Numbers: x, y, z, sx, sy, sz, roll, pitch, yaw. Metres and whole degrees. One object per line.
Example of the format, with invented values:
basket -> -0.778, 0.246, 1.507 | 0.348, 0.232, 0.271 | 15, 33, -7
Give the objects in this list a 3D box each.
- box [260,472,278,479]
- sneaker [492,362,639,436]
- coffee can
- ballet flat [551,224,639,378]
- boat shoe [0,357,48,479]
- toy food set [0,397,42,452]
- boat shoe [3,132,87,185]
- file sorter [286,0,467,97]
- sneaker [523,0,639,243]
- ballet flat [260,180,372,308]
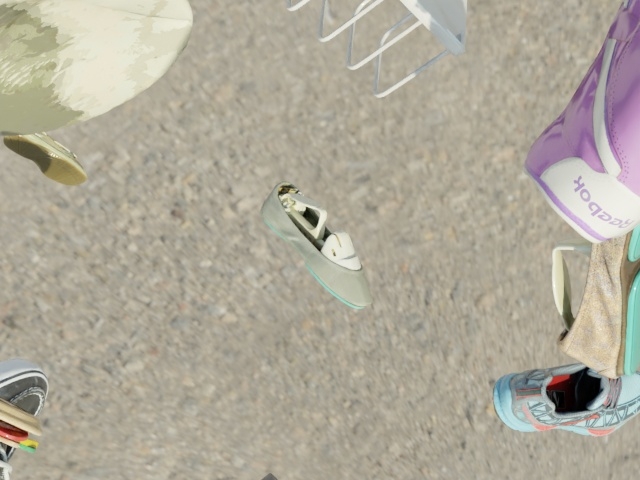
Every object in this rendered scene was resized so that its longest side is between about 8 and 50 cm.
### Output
box -> -0.028, 0.440, 1.600 | 0.059, 0.233, 0.183 | -38, 102, 7
sneaker -> 0.376, 0.221, 1.652 | 0.261, 0.125, 0.104 | -2, 76, -29
coffee can -> -0.236, -0.247, 0.886 | 0.201, 0.201, 0.275 | -25, 72, 3
ballet flat -> 0.285, 0.001, 1.180 | 0.106, 0.316, 0.107 | 21, 35, 28
boat shoe -> -0.362, 0.237, 1.199 | 0.102, 0.108, 0.301 | 18, 39, 23
toy food set -> -0.194, 0.094, 0.666 | 0.082, 0.083, 0.020 | 23, 77, 17
boat shoe -> -0.406, -0.134, 1.762 | 0.056, 0.153, 0.048 | -24, 50, 31
file sorter -> 0.063, -0.379, 1.730 | 0.173, 0.277, 0.193 | -30, 33, 31
sneaker -> 0.193, -0.103, 0.730 | 0.102, 0.161, 0.282 | 39, 37, -5
ballet flat -> 0.000, 0.000, 1.549 | 0.213, 0.072, 0.068 | 45, 121, 28
